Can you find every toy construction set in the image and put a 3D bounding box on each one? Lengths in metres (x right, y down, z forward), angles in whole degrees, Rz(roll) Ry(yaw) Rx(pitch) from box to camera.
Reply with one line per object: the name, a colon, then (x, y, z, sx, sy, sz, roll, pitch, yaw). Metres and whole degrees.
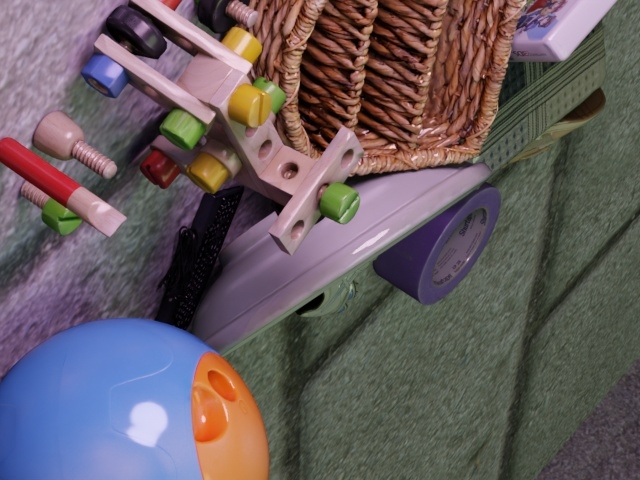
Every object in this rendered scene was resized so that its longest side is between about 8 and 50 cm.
toy construction set: (-0.099, -0.081, 1.585, 0.309, 0.237, 0.257, -39, 152, -36)

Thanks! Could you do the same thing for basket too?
basket: (0.049, -0.201, 1.747, 0.213, 0.223, 0.299, -37, 151, -40)

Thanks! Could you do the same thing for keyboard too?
keyboard: (-0.132, 0.033, 1.935, 0.100, 0.038, 0.192, -19, 136, -56)

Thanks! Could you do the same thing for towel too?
towel: (0.256, -0.264, 2.234, 0.324, 0.056, 0.312, -37, 132, -37)

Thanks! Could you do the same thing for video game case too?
video game case: (0.267, -0.314, 1.899, 0.329, 0.300, 0.036, -48, 113, -15)

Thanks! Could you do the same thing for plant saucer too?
plant saucer: (0.000, 0.000, 1.958, 0.400, 0.101, 0.400, -33, 179, -1)

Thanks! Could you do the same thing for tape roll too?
tape roll: (0.160, -0.011, 2.414, 0.189, 0.080, 0.189, -45, 155, -28)

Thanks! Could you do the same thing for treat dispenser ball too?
treat dispenser ball: (-0.193, 0.219, 1.730, 0.288, 0.288, 0.288, -44, 155, -27)

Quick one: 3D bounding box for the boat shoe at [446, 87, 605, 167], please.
boat shoe: (0.273, -0.162, 2.417, 0.302, 0.109, 0.098, -27, 164, -42)

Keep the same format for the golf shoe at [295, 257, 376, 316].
golf shoe: (0.018, 0.028, 2.199, 0.086, 0.069, 0.176, -21, 138, -46)
